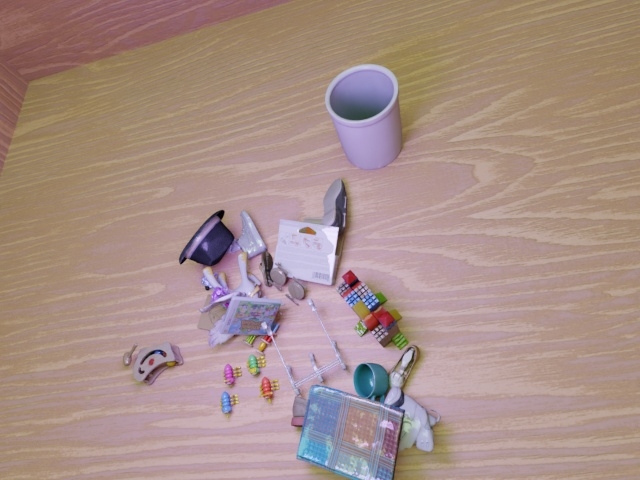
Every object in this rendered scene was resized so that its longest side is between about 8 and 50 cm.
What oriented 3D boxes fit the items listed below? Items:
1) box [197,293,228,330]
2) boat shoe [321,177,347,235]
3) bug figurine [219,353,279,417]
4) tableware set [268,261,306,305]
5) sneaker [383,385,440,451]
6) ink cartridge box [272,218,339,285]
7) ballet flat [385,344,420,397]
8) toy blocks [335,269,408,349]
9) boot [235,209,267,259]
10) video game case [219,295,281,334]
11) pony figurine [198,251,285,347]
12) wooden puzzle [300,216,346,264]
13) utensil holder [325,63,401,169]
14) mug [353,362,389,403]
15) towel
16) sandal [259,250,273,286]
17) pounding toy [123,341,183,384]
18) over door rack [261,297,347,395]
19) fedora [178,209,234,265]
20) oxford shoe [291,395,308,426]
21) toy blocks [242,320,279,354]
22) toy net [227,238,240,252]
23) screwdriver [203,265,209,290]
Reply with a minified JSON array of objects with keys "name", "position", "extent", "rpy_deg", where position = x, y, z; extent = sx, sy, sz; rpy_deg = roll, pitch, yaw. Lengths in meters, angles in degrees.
[{"name":"box","position":[-0.468,0.351,1.959],"extent":[0.200,0.021,0.165],"rpy_deg":[8,69,19]},{"name":"boat shoe","position":[0.076,-0.158,1.987],"extent":[0.112,0.095,0.336],"rpy_deg":[-28,35,35]},{"name":"bug figurine","position":[-0.325,0.611,1.770],"extent":[0.278,0.072,0.217],"rpy_deg":[-22,62,6]},{"name":"tableware set","position":[-0.144,0.188,1.884],"extent":[0.194,0.128,0.039],"rpy_deg":[37,37,15]},{"name":"sneaker","position":[0.283,0.739,1.495],"extent":[0.210,0.137,0.366],"rpy_deg":[21,81,17]},{"name":"ink cartridge box","position":[-0.061,0.050,1.901],"extent":[0.295,0.066,0.262],"rpy_deg":[10,92,19]},{"name":"ballet flat","position":[0.313,0.509,1.630],"extent":[0.080,0.073,0.233],"rpy_deg":[25,75,25]},{"name":"toy blocks","position":[0.184,0.266,1.672],"extent":[0.190,0.261,0.381],"rpy_deg":[-39,61,-3]},{"name":"boot","position":[-0.372,-0.029,2.060],"extent":[0.123,0.095,0.258],"rpy_deg":[-29,62,-6]},{"name":"video game case","position":[-0.289,0.315,1.719],"extent":[0.194,0.212,0.023],"rpy_deg":[-65,33,27]},{"name":"pony figurine","position":[-0.380,0.253,1.836],"extent":[0.350,0.303,0.363],"rpy_deg":[-23,53,-25]},{"name":"wooden puzzle","position":[0.000,0.000,1.970],"extent":[0.220,0.044,0.239],"rpy_deg":[3,67,17]},{"name":"utensil holder","position":[0.226,-0.566,1.969],"extent":[0.326,0.385,0.328],"rpy_deg":[-7,64,14]},{"name":"mug","position":[0.202,0.557,1.614],"extent":[0.129,0.097,0.158],"rpy_deg":[-9,72,54]},{"name":"towel","position":[0.098,0.689,1.481],"extent":[0.369,0.040,0.272],"rpy_deg":[5,73,28]},{"name":"sandal","position":[-0.263,0.136,1.979],"extent":[0.048,0.072,0.180],"rpy_deg":[-20,64,31]},{"name":"pounding toy","position":[-0.780,0.553,1.880],"extent":[0.269,0.155,0.154],"rpy_deg":[-16,58,8]},{"name":"over door rack","position":[-0.064,0.438,1.733],"extent":[0.239,0.108,0.325],"rpy_deg":[-28,75,-3]},{"name":"fedora","position":[-0.512,0.015,1.962],"extent":[0.152,0.334,0.334],"rpy_deg":[37,78,-6]},{"name":"oxford shoe","position":[0.048,0.648,1.618],"extent":[0.347,0.123,0.131],"rpy_deg":[-9,61,12]},{"name":"toy blocks","position":[-0.259,0.413,1.851],"extent":[0.123,0.054,0.148],"rpy_deg":[27,76,25]},{"name":"toy net","position":[-0.518,0.027,2.107],"extent":[0.231,0.045,0.122],"rpy_deg":[10,69,20]},{"name":"screwdriver","position":[-0.573,0.172,2.072],"extent":[0.025,0.024,0.170],"rpy_deg":[-36,55,32]}]
